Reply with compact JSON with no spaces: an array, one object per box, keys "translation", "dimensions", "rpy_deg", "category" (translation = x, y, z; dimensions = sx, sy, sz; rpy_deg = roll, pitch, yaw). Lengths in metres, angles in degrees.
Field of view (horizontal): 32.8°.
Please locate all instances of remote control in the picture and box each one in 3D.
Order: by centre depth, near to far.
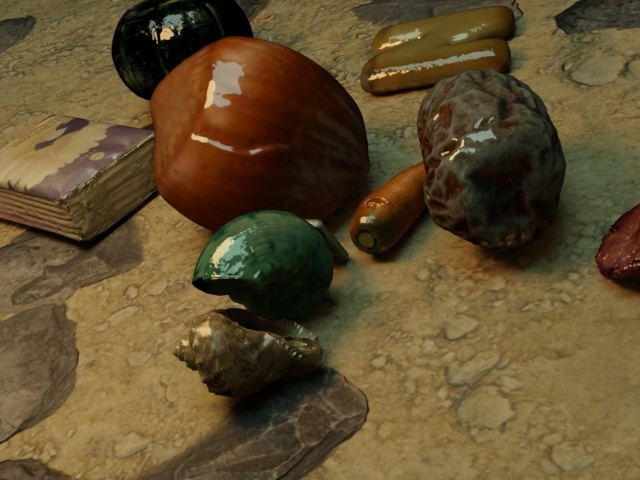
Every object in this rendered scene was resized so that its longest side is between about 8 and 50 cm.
[{"translation":[0.000,0.000,1.633],"dimensions":[0.053,0.124,0.018],"rpy_deg":[2,65,24],"category":"remote control"}]

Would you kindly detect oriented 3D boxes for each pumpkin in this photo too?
[{"translation":[-0.277,-0.388,2.245],"dimensions":[0.315,0.239,0.315],"rpy_deg":[-8,18,3],"category":"pumpkin"}]

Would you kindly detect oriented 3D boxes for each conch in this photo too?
[{"translation":[-0.098,0.139,1.476],"dimensions":[0.207,0.130,0.155],"rpy_deg":[-5,46,-1],"category":"conch"},{"translation":[-0.079,0.036,1.563],"dimensions":[0.196,0.202,0.134],"rpy_deg":[2,65,2],"category":"conch"}]

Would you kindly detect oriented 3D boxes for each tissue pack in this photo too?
[{"translation":[-0.480,-0.128,2.069],"dimensions":[0.343,0.125,0.242],"rpy_deg":[14,46,41],"category":"tissue pack"}]

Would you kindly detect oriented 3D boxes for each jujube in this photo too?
[{"translation":[0.244,-0.123,1.584],"dimensions":[0.226,0.226,0.317],"rpy_deg":[-17,28,6],"category":"jujube"}]

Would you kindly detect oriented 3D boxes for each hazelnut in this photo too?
[{"translation":[-0.099,-0.166,1.780],"dimensions":[0.372,0.315,0.372],"rpy_deg":[4,57,-6],"category":"hazelnut"}]

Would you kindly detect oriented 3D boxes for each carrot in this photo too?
[{"translation":[0.115,-0.052,1.682],"dimensions":[0.087,0.087,0.193],"rpy_deg":[7,36,35],"category":"carrot"}]

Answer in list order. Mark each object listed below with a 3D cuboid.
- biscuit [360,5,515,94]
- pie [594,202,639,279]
[{"translation":[0.227,-0.372,2.097],"dimensions":[0.290,0.062,0.237],"rpy_deg":[-5,35,20],"category":"biscuit"},{"translation":[0.425,-0.005,1.428],"dimensions":[0.154,0.036,0.154],"rpy_deg":[-45,14,15],"category":"pie"}]
